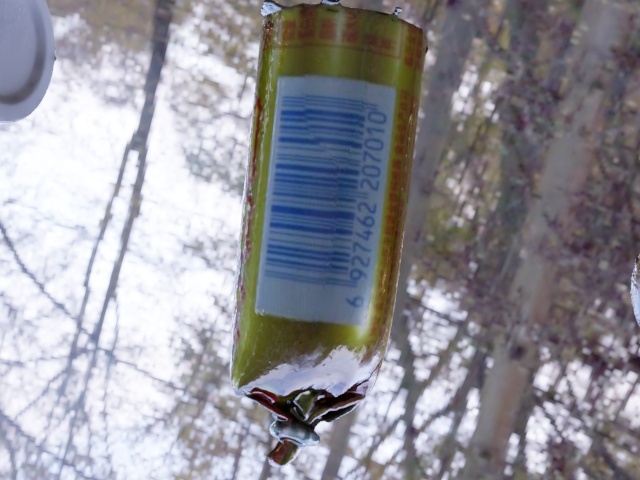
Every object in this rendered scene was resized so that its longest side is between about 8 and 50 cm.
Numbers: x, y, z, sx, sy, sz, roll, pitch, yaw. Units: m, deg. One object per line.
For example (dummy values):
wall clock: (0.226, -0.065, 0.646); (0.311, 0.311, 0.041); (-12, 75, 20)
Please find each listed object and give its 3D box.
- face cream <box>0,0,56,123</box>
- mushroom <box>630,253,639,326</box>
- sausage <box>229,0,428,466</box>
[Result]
face cream: (-0.427, -0.170, 1.068); (0.369, 0.145, 0.145); (2, -166, 22)
mushroom: (0.301, 0.034, 0.970); (0.126, 0.109, 0.085); (41, -159, -36)
sausage: (0.001, 0.000, 0.841); (0.117, 0.317, 0.125); (8, -179, 31)
